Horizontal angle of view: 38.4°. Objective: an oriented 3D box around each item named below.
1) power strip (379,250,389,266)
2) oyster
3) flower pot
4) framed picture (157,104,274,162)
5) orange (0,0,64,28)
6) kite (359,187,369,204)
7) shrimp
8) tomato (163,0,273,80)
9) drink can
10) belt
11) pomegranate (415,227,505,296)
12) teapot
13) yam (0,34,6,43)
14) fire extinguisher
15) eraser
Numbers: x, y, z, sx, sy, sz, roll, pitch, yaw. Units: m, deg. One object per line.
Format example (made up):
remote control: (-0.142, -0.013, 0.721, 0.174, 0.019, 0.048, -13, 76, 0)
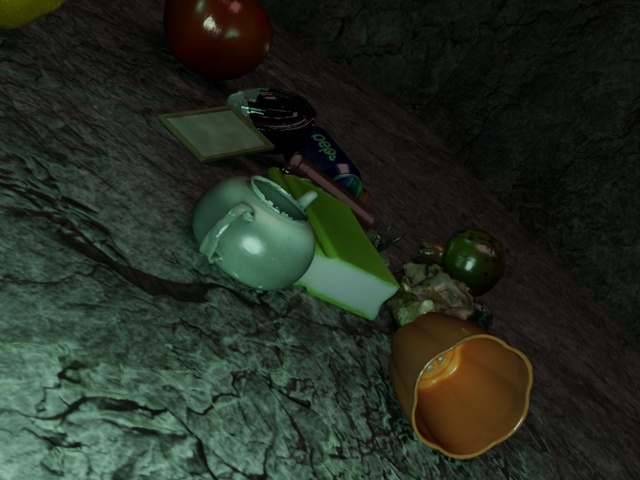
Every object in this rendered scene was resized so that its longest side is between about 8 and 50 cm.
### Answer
power strip: (0.110, 0.023, 1.887, 0.055, 0.035, 0.083, 13, 43, -56)
oyster: (0.212, 0.121, 1.695, 0.294, 0.094, 0.166, 9, 32, -53)
flower pot: (0.187, 0.191, 1.337, 0.191, 0.190, 0.173, 31, 7, -25)
framed picture: (-0.196, -0.206, 1.757, 0.136, 0.010, 0.201, 45, 35, 21)
orange: (-0.514, -0.460, 1.484, 0.236, 0.236, 0.236, 35, 16, -12)
kite: (0.015, -0.166, 2.216, 0.328, 0.013, 0.377, 23, 22, -46)
shrimp: (0.248, 0.110, 1.857, 0.233, 0.079, 0.090, 40, 10, 22)
tomato: (-0.254, -0.506, 2.171, 0.299, 0.226, 0.298, 42, 10, -9)
drink can: (0.006, -0.153, 1.968, 0.118, 0.118, 0.205, 25, 20, -40)
belt: (-0.112, -0.253, 1.917, 0.199, 0.078, 0.151, -4, 47, -19)
pomegranate: (0.318, 0.044, 2.076, 0.205, 0.159, 0.159, 14, 15, 5)
teapot: (-0.093, -0.019, 1.364, 0.193, 0.129, 0.294, 41, 16, 12)
yam: (-0.528, -0.282, 1.145, 0.238, 0.128, 0.129, 37, -19, -24)
fire extinguisher: (0.035, -0.061, 1.802, 0.269, 0.104, 0.105, 38, 16, -1)
eraser: (0.000, 0.000, 1.592, 0.210, 0.092, 0.274, 26, 22, -35)
